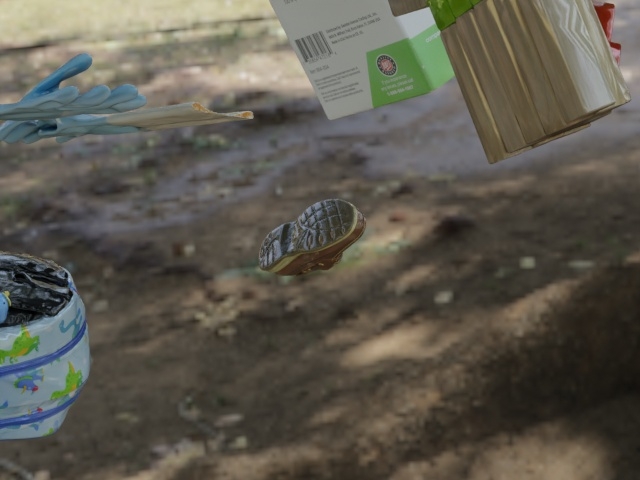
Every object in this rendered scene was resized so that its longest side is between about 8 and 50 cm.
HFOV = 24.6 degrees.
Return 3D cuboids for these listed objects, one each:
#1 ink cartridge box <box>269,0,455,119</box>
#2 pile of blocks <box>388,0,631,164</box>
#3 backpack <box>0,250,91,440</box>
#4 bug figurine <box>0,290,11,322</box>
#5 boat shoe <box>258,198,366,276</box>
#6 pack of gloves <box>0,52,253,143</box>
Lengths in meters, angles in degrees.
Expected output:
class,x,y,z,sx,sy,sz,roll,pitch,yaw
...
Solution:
class,x,y,z,sx,sy,sz,roll,pitch,yaw
ink cartridge box,0.038,-0.286,1.579,0.115,0.273,0.198,-35,14,-31
pile of blocks,0.089,-0.210,0.868,0.113,0.149,0.362,-21,63,-26
backpack,-0.463,0.128,1.816,0.356,0.273,0.290,-18,20,-2
bug figurine,-0.441,0.030,1.577,0.072,0.279,0.216,-11,25,33
boat shoe,0.000,0.000,1.694,0.060,0.064,0.178,23,-29,-29
pack of gloves,-0.202,-0.111,1.149,0.232,0.046,0.195,-4,-2,31
